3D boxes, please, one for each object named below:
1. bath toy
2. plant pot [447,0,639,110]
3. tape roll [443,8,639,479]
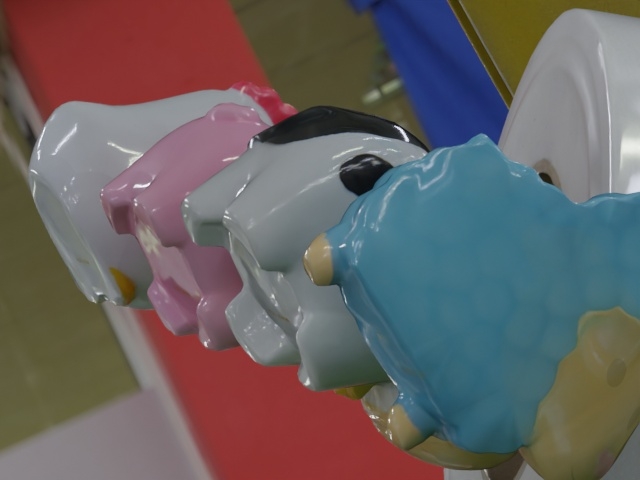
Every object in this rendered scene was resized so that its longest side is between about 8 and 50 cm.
[{"bbox_3d":[0.000,0.000,0.738,0.129,0.151,0.348,-33,23,-20],"label":"bath toy"},{"bbox_3d":[0.160,-0.180,1.069,0.187,0.212,0.212,-30,15,6],"label":"plant pot"},{"bbox_3d":[0.132,0.046,0.808,0.100,0.286,0.286,8,-20,-6],"label":"tape roll"}]
